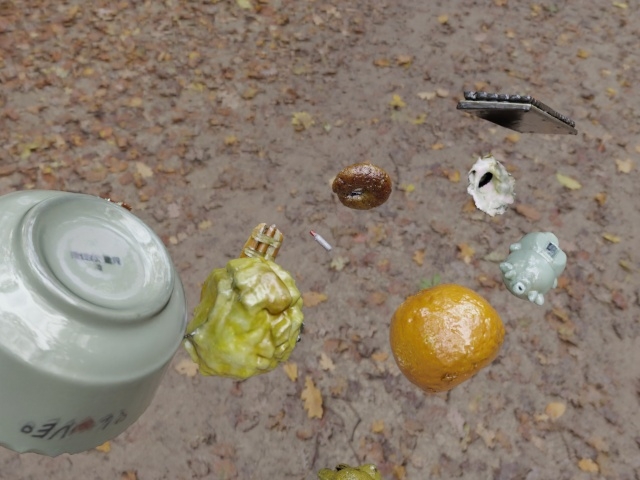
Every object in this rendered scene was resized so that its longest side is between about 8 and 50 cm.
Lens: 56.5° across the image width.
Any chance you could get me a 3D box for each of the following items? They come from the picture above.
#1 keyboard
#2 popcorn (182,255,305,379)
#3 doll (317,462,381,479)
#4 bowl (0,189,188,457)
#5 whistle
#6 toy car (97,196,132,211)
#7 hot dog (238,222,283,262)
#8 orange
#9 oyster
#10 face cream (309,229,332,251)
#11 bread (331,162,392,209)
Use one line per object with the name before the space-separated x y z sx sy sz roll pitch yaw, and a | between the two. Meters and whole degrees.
keyboard | 0.291 -0.180 0.859 0.106 0.027 0.317 10 9 31
popcorn | -0.166 0.166 1.265 0.252 0.286 0.215 42 13 35
doll | 0.068 0.435 1.075 0.137 0.209 0.097 29 86 1
bowl | -0.189 0.041 0.456 0.211 0.112 0.211 33 31 -23
whistle | 0.407 0.043 1.137 0.105 0.102 0.253 -12 17 39
toy car | -0.523 -0.076 1.434 0.143 0.073 0.054 14 79 22
hot dog | -0.207 0.065 1.907 0.109 0.270 0.072 26 6 -13
orange | 0.365 0.279 1.780 0.340 0.341 0.293 -26 75 -27
oyster | 0.475 -0.149 1.680 0.132 0.072 0.209 -27 57 5
face cream | 0.000 0.000 1.807 0.083 0.040 0.021 44 86 -9
bread | 0.131 -0.160 1.833 0.193 0.193 0.064 0 51 -6
